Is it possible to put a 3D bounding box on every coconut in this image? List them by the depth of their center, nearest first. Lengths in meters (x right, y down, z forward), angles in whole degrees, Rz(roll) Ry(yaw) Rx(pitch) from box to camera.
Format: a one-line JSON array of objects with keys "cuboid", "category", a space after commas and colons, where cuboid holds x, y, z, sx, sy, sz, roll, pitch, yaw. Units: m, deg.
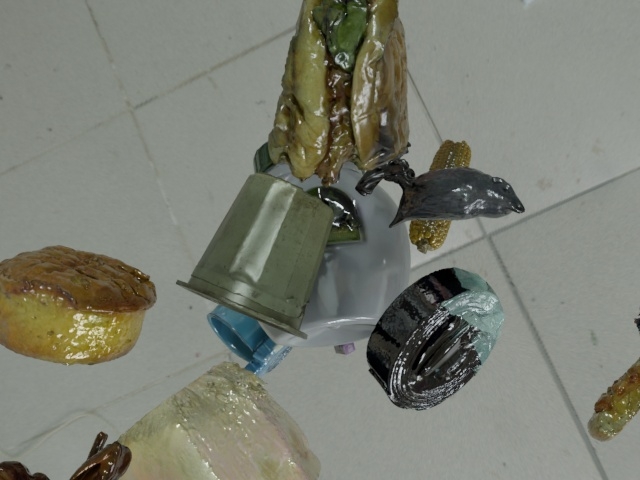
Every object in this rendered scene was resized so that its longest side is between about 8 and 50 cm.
[{"cuboid": [-0.154, 0.382, 1.175, 0.297, 0.297, 0.309, -39, 83, 4], "category": "coconut"}]

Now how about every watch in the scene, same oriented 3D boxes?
[{"cuboid": [-0.159, 0.201, 1.638, 0.193, 0.211, 0.211, 39, 91, 14], "category": "watch"}]

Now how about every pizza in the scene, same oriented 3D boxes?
[{"cuboid": [0.529, 0.253, 1.234, 0.058, 0.292, 0.197, 44, 121, 22], "category": "pizza"}]

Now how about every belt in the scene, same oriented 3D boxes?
[{"cuboid": [0.155, 0.129, 0.950, 0.198, 0.151, 0.078, -56, 35, 12], "category": "belt"}]

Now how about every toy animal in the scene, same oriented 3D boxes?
[{"cuboid": [0.159, -0.050, 0.963, 0.210, 0.121, 0.117, 23, 105, 14], "category": "toy animal"}]

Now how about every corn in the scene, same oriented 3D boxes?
[{"cuboid": [0.202, -0.076, 1.226, 0.068, 0.068, 0.207, 17, 80, 12], "category": "corn"}]

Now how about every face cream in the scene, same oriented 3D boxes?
[{"cuboid": [0.000, 0.000, 1.303, 0.312, 0.219, 0.357, -6, 68, -8], "category": "face cream"}]

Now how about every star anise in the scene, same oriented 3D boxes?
[{"cuboid": [-0.254, 0.291, 0.726, 0.212, 0.111, 0.196, -28, 91, 5], "category": "star anise"}]

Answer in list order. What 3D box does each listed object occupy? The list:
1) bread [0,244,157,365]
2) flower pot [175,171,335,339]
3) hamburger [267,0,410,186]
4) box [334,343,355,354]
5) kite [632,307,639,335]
[{"cuboid": [-0.596, 0.145, 1.732, 0.398, 0.398, 0.215, 16, 102, 12], "category": "bread"}, {"cuboid": [-0.076, 0.023, 1.086, 0.212, 0.212, 0.202, 23, 78, 12], "category": "flower pot"}, {"cuboid": [0.033, -0.157, 0.678, 0.130, 0.183, 0.206, 13, 120, 0], "category": "hamburger"}, {"cuboid": [0.053, 0.244, 1.930, 0.051, 0.036, 0.117, 0, 107, 51], "category": "box"}, {"cuboid": [0.359, 0.105, 0.713, 0.009, 0.189, 0.232, -10, 93, -3], "category": "kite"}]
